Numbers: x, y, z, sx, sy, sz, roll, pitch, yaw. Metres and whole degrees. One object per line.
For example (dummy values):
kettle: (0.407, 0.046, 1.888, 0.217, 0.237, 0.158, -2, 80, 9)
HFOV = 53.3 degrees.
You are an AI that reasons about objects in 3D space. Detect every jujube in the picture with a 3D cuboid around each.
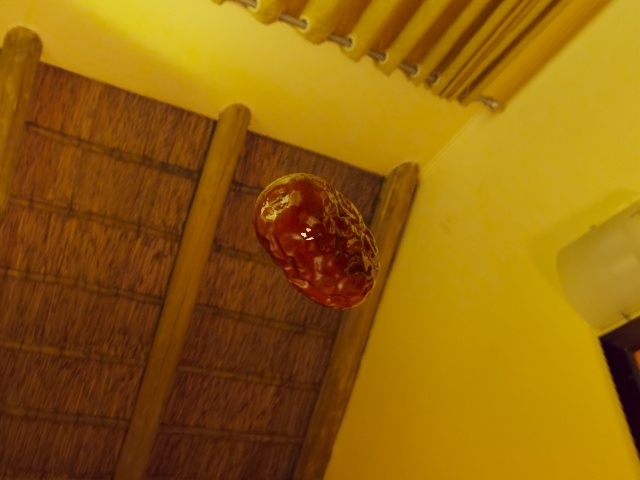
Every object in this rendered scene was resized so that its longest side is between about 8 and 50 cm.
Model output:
jujube: (0.000, 0.000, 0.675, 0.112, 0.109, 0.176, 33, 167, 42)
